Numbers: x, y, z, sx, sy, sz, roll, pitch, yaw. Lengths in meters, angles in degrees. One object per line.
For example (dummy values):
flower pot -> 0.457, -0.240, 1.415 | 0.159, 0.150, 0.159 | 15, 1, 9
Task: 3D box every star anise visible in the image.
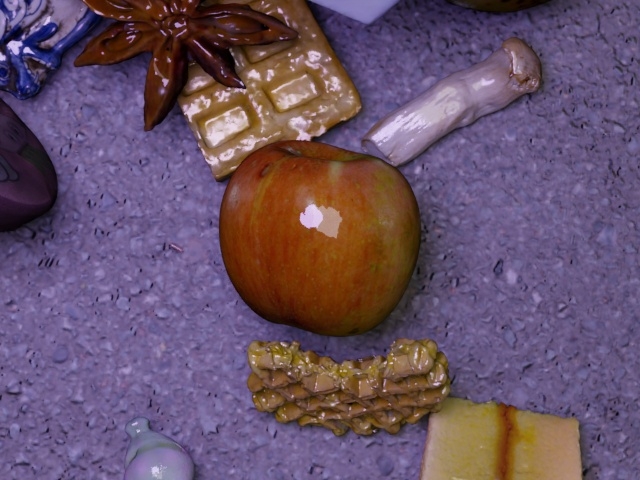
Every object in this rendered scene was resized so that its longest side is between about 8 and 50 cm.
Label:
star anise -> -0.146, -0.211, 1.253 | 0.212, 0.111, 0.196 | 31, 103, -26

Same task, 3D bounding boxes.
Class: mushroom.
mushroom -> 0.133, -0.138, 1.334 | 0.202, 0.054, 0.059 | -29, 84, 0

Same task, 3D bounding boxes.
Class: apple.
apple -> 0.000, 0.000, 1.245 | 0.195, 0.196, 0.196 | 0, 82, -1

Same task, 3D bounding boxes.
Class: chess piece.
chess piece -> -0.124, 0.289, 1.243 | 0.139, 0.139, 0.272 | -27, 72, -4

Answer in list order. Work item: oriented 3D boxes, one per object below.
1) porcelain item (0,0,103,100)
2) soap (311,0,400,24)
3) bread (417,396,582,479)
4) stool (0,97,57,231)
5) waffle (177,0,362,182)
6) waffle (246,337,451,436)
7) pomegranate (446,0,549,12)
porcelain item -> -0.351, -0.281, 1.317 | 0.288, 0.138, 0.186 | 33, 93, -1
soap -> 0.000, -0.414, 1.207 | 0.156, 0.261, 0.446 | 19, 48, -34
bread -> 0.163, 0.308, 1.275 | 0.167, 0.163, 0.264 | 10, 51, 2
stool -> -0.398, -0.073, 1.228 | 0.178, 0.272, 0.272 | -44, 84, 10
waffle -> -0.089, -0.207, 1.337 | 0.168, 0.057, 0.274 | -27, 83, -5
waffle -> 0.027, 0.132, 1.251 | 0.194, 0.149, 0.051 | 6, 51, 3
pomegranate -> 0.197, -0.354, 1.299 | 0.231, 0.231, 0.286 | 47, 58, 6
